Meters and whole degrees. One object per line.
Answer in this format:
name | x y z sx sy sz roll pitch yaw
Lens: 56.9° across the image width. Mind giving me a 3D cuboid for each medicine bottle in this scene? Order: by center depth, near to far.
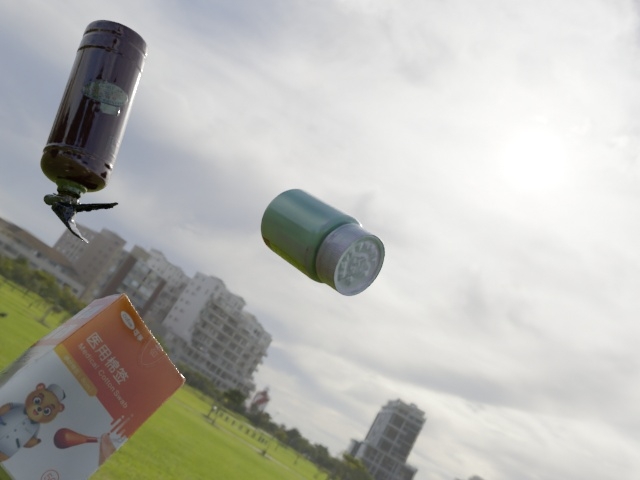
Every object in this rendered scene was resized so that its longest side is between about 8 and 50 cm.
medicine bottle | 0.000 0.000 1.104 0.225 0.139 0.139 32 -12 43

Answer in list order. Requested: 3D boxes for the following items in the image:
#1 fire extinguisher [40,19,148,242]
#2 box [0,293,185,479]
fire extinguisher | -0.337 -0.161 0.893 0.138 0.343 0.102 4 -18 17
box | -0.441 0.279 1.062 0.144 0.341 0.224 -16 -70 42
